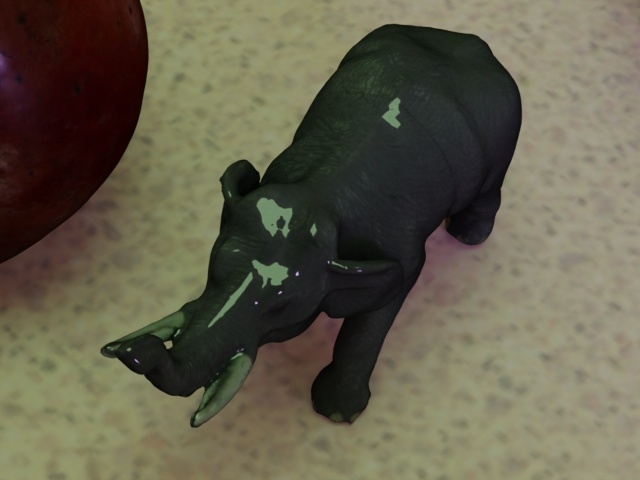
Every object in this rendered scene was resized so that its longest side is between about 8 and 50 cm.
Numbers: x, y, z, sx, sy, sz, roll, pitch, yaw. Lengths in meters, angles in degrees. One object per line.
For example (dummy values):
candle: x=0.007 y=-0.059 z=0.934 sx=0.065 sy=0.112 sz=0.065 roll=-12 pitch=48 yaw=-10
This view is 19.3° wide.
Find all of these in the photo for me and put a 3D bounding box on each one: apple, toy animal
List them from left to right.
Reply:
apple: x=-0.188 y=-0.096 z=0.764 sx=0.234 sy=0.234 sz=0.234 roll=2 pitch=52 yaw=-2
toy animal: x=-0.003 y=0.008 z=0.745 sx=0.082 sy=0.137 sz=0.269 roll=31 pitch=48 yaw=16
